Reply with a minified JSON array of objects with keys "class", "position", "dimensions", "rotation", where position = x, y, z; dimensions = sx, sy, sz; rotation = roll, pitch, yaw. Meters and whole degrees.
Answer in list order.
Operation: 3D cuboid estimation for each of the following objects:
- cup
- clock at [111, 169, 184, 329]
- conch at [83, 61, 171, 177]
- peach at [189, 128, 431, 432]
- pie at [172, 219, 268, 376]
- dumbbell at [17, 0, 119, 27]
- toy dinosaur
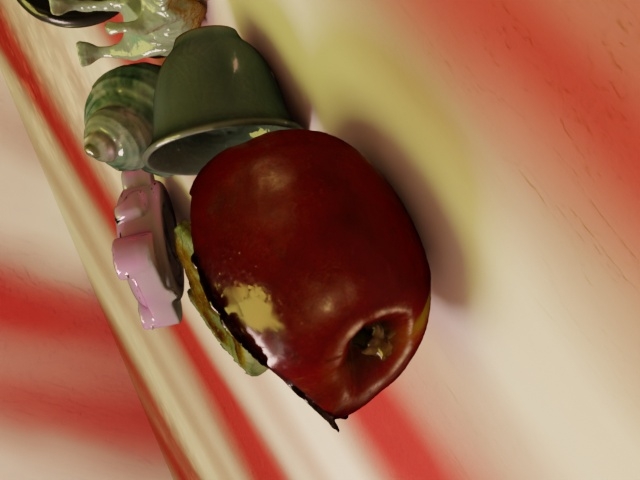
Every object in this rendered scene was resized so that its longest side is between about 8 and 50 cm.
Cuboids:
[{"class":"cup","position":[-0.127,-0.177,1.593],"dimensions":[0.199,0.199,0.150],"rotation":[131,131,-71]},{"class":"clock","position":[-0.300,0.007,2.314],"dimensions":[0.227,0.090,0.247],"rotation":[76,-175,-53]},{"class":"conch","position":[-0.257,-0.177,1.912],"dimensions":[0.220,0.277,0.195],"rotation":[21,123,12]},{"class":"peach","position":[0.000,0.000,1.414],"dimensions":[0.258,0.201,0.361],"rotation":[39,-160,-45]},{"class":"pie","position":[-0.165,0.096,2.210],"dimensions":[0.302,0.067,0.302],"rotation":[53,160,29]},{"class":"dumbbell","position":[-0.346,-0.414,1.820],"dimensions":[0.192,0.192,0.290],"rotation":[58,162,18]},{"class":"toy dinosaur","position":[-0.246,-0.286,1.779],"dimensions":[0.393,0.206,0.092],"rotation":[63,-158,-74]}]
